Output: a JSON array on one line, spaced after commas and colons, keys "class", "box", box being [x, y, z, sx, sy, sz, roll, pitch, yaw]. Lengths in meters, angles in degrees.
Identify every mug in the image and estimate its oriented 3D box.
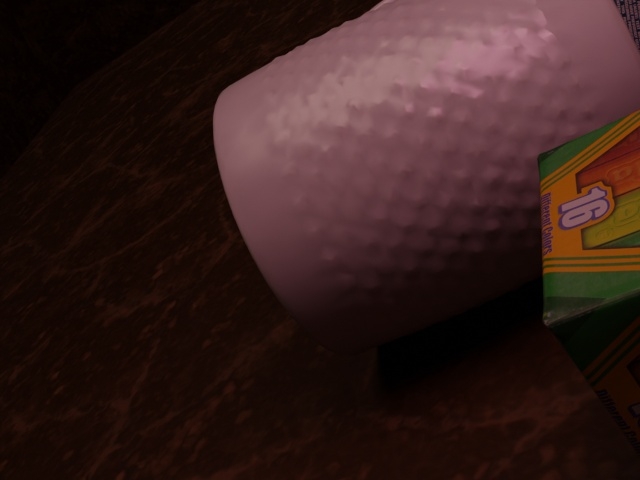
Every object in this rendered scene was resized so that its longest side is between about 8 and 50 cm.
[{"class": "mug", "box": [0.115, -0.119, 0.860, 0.328, 0.276, 0.374, -25, 43, 19]}]

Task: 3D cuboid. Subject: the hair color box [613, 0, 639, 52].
[{"class": "hair color box", "box": [0.337, -0.224, 0.899, 0.174, 0.105, 0.347, -20, 13, -31]}]

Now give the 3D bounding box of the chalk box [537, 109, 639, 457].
[{"class": "chalk box", "box": [0.294, 0.000, 0.541, 0.289, 0.179, 0.180, -26, 27, 26]}]
